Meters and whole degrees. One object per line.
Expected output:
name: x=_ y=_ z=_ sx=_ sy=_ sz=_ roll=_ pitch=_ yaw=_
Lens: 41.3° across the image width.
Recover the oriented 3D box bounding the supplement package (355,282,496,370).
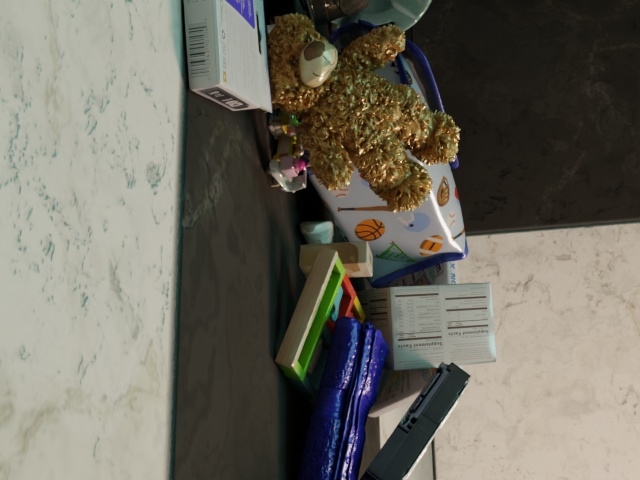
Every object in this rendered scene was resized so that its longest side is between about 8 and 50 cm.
supplement package: x=0.169 y=0.160 z=1.575 sx=0.262 sy=0.204 sz=0.145 roll=164 pitch=-76 yaw=-69

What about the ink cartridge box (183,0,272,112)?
ink cartridge box: x=-0.113 y=-0.268 z=1.038 sx=0.208 sy=0.045 sz=0.206 roll=4 pitch=81 yaw=-77

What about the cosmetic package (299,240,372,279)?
cosmetic package: x=0.026 y=0.034 z=1.412 sx=0.060 sy=0.115 sz=0.041 roll=62 pitch=27 yaw=-60

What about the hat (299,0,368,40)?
hat: x=0.014 y=-0.457 z=1.360 sx=0.331 sy=0.134 sz=0.331 roll=-15 pitch=90 yaw=-82

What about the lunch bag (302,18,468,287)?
lunch bag: x=0.117 y=-0.175 z=1.541 sx=0.385 sy=0.239 sz=0.328 roll=-95 pitch=163 yaw=-47

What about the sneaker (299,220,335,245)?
sneaker: x=0.000 y=0.000 z=1.454 sx=0.152 sy=0.054 sz=0.061 roll=36 pitch=53 yaw=-75

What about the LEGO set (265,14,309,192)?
LEGO set: x=-0.019 y=-0.208 z=1.309 sx=0.132 sy=0.107 sz=0.287 roll=54 pitch=33 yaw=-68

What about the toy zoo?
toy zoo: x=0.012 y=0.162 z=1.354 sx=0.293 sy=0.030 sz=0.192 roll=64 pitch=43 yaw=-59

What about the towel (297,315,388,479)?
towel: x=0.043 y=0.288 z=1.320 sx=0.227 sy=0.076 sz=0.308 roll=52 pitch=50 yaw=-67

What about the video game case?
video game case: x=0.193 y=0.201 z=1.850 sx=0.329 sy=0.036 sz=0.300 roll=-39 pitch=-138 yaw=51

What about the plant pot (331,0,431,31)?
plant pot: x=0.130 y=-0.598 z=1.713 sx=0.334 sy=0.341 sz=0.341 roll=-70 pitch=154 yaw=-47

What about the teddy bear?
teddy bear: x=0.058 y=-0.183 z=1.206 sx=0.338 sy=0.245 sz=0.113 roll=53 pitch=-7 yaw=-19

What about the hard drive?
hard drive: x=0.146 y=0.360 z=1.481 sx=0.237 sy=0.064 sz=0.339 roll=-50 pitch=166 yaw=-25

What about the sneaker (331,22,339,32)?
sneaker: x=0.086 y=-0.386 z=1.905 sx=0.282 sy=0.102 sz=0.161 roll=59 pitch=32 yaw=-65
